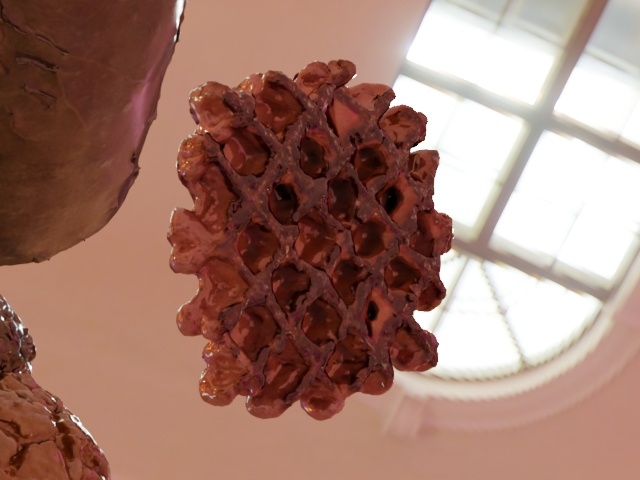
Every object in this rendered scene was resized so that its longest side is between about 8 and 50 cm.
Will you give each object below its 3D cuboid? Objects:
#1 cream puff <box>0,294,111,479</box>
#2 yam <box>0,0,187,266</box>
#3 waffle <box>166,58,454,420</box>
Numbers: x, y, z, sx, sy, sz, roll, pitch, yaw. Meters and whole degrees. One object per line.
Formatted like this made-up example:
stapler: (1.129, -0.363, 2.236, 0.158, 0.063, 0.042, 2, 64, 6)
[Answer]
cream puff: (-0.176, 0.078, 0.723, 0.183, 0.183, 0.169, 7, -114, -30)
yam: (-0.116, -0.101, 0.598, 0.154, 0.254, 0.154, 8, -134, -9)
waffle: (0.000, 0.000, 1.055, 0.234, 0.221, 0.055, -6, -176, -43)
